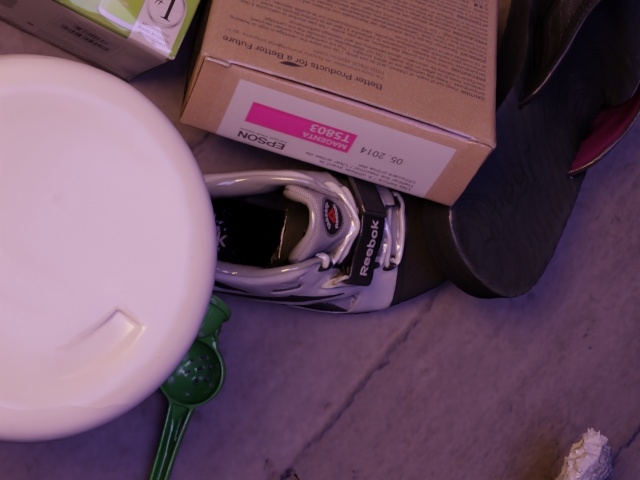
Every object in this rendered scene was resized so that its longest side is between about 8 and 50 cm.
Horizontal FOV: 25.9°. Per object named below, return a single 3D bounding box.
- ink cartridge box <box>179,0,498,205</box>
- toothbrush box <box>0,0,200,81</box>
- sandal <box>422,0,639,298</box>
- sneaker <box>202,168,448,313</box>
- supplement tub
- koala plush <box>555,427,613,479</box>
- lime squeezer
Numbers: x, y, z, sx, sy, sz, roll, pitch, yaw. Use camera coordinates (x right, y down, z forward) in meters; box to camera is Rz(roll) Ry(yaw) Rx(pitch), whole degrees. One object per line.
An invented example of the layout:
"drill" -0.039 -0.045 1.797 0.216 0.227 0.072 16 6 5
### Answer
"ink cartridge box" 0.020 -0.152 1.108 0.234 0.088 0.193 17 52 -11
"toothbrush box" -0.167 -0.298 1.075 0.206 0.122 0.283 27 75 -21
"sandal" 0.232 -0.142 1.225 0.167 0.107 0.446 40 60 -29
"sneaker" 0.000 0.000 1.126 0.330 0.146 0.122 -2 87 -26
"supplement tub" -0.221 0.010 0.927 0.228 0.316 0.228 1 87 -25
"koala plush" 0.208 0.287 1.194 0.221 0.203 0.196 -33 102 -34
"lime squeezer" -0.113 0.085 1.079 0.110 0.059 0.310 -34 142 -49
